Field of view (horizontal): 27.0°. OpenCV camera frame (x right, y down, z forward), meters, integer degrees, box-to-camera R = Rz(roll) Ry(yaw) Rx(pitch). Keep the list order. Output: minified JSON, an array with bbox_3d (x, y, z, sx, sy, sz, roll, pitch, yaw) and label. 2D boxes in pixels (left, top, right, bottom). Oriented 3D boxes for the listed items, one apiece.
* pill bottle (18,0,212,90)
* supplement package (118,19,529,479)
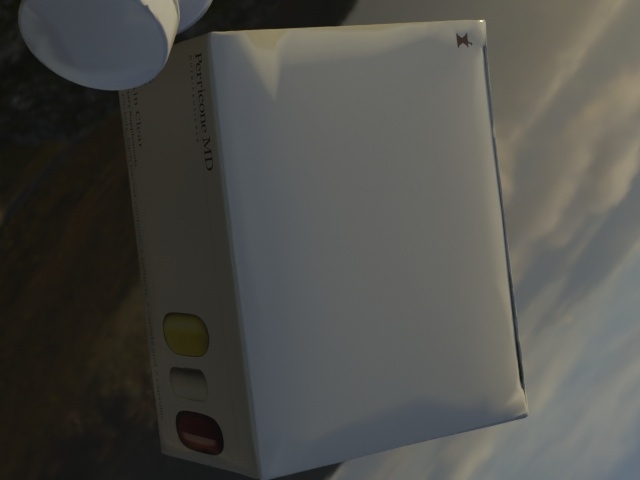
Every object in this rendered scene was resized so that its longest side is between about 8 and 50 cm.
[{"bbox_3d":[-0.061,-0.107,0.441,0.065,0.065,0.116,120,-15,-51],"label":"pill bottle"},{"bbox_3d":[0.000,0.000,0.860,0.204,0.261,0.145,-8,-178,-31],"label":"supplement package"}]
